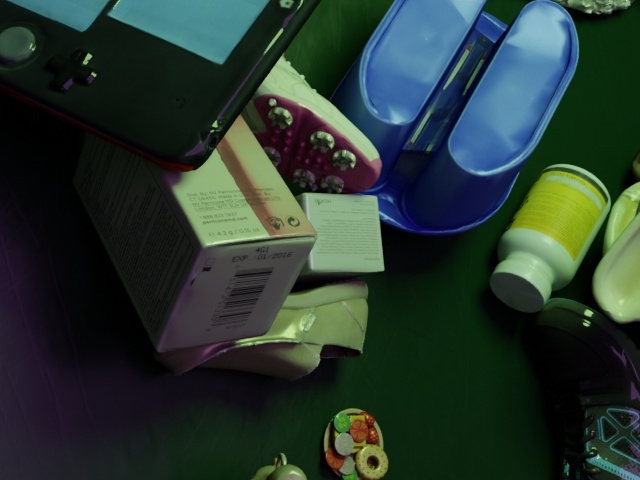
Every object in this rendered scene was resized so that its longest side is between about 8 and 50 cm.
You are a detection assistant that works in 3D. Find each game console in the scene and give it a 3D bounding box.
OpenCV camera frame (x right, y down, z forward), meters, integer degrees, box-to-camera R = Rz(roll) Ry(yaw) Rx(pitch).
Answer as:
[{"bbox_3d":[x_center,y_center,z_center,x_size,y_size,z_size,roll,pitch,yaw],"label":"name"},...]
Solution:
[{"bbox_3d":[-0.161,-0.271,1.119,0.386,0.342,0.060,-57,156,-21],"label":"game console"}]

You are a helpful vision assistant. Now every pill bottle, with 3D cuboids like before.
[{"bbox_3d":[0.286,-0.002,1.468,0.103,0.103,0.184,46,59,-17],"label":"pill bottle"}]

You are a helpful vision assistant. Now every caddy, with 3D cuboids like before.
[{"bbox_3d":[0.150,-0.168,1.376,0.241,0.179,0.341,31,62,2],"label":"caddy"}]

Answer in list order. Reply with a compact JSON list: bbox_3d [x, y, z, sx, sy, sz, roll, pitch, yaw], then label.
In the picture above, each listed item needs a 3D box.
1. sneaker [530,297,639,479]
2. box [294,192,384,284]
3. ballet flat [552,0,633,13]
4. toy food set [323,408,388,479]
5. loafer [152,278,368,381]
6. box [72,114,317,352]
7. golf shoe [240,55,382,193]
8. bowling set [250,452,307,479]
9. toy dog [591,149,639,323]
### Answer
[{"bbox_3d":[0.350,0.231,1.436,0.140,0.125,0.341,-29,86,-26],"label":"sneaker"},{"bbox_3d":[0.000,0.000,1.280,0.102,0.101,0.087,2,79,-33],"label":"box"},{"bbox_3d":[0.323,-0.398,1.564,0.409,0.147,0.147,4,78,-33],"label":"ballet flat"},{"bbox_3d":[0.038,0.230,1.304,0.083,0.020,0.083,3,78,-33],"label":"toy food set"},{"bbox_3d":[-0.048,0.105,1.226,0.268,0.102,0.092,-12,81,-35],"label":"loafer"},{"bbox_3d":[-0.127,-0.031,1.116,0.127,0.148,0.232,-6,50,-35],"label":"box"},{"bbox_3d":[-0.057,-0.167,1.251,0.306,0.115,0.140,32,51,-8],"label":"golf shoe"},{"bbox_3d":[-0.121,0.342,1.124,0.200,0.154,0.287,10,75,-12],"label":"bowling set"},{"bbox_3d":[0.498,-0.035,1.473,0.285,0.408,0.395,17,99,6],"label":"toy dog"}]
